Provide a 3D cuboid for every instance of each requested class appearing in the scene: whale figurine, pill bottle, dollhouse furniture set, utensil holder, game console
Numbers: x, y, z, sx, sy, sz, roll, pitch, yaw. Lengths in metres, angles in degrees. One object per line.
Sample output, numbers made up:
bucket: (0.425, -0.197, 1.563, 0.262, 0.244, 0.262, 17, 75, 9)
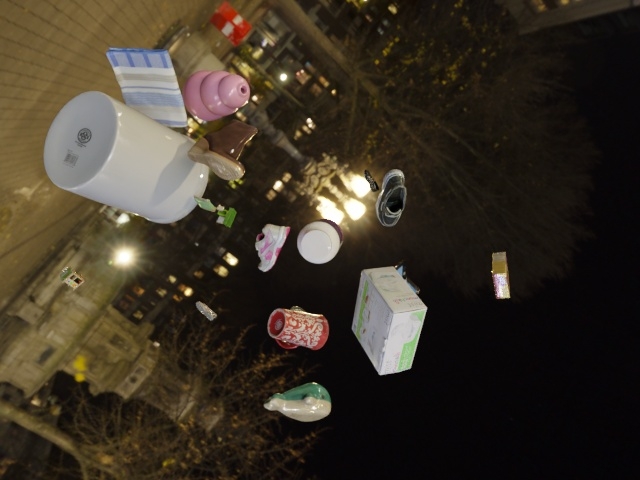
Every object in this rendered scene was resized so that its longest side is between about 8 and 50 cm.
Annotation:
whale figurine: (-0.089, 0.645, 1.956, 0.216, 0.272, 0.141, -50, -147, 47)
pill bottle: (0.000, 0.000, 2.110, 0.181, 0.181, 0.323, -45, 179, 9)
dollhouse furniture set: (-0.357, -0.093, 1.596, 0.076, 0.152, 0.058, 63, 47, -67)
utensil holder: (-0.608, -0.255, 1.541, 0.328, 0.385, 0.327, -6, -104, 23)
game console: (0.312, 0.164, 1.821, 0.085, 0.124, 0.144, 21, -141, 35)

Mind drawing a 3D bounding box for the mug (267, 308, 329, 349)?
mug: (-0.080, 0.290, 1.511, 0.113, 0.169, 0.150, 34, -81, 50)

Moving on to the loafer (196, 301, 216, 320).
loafer: (-0.582, 0.356, 2.456, 0.039, 0.125, 0.045, -32, 159, -49)

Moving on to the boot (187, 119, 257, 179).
boot: (-0.266, -0.291, 1.472, 0.249, 0.090, 0.207, 26, -122, 34)

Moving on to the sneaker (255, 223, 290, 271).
sneaker: (-0.217, 0.021, 1.987, 0.103, 0.111, 0.252, -72, -173, -55)

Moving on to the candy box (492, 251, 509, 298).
candy box: (0.692, 0.131, 1.846, 0.053, 0.109, 0.186, -7, -160, 24)

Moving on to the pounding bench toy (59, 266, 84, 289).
pounding bench toy: (-0.942, 0.138, 1.824, 0.052, 0.065, 0.083, -42, -135, -8)

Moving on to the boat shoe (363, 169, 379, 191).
boat shoe: (0.263, -0.309, 2.478, 0.042, 0.133, 0.049, -8, -147, 38)

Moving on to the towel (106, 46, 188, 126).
towel: (-0.568, -0.499, 1.598, 0.284, 0.210, 0.034, 89, 8, -49)

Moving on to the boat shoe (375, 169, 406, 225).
boat shoe: (0.313, -0.160, 2.143, 0.121, 0.335, 0.119, -4, -128, 1)

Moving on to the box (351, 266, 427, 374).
box: (0.213, 0.258, 1.571, 0.231, 0.127, 0.261, -125, -145, -52)

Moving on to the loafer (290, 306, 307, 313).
loafer: (-0.078, 0.416, 2.322, 0.092, 0.268, 0.101, -32, -143, 14)

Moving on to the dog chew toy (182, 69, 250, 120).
dog chew toy: (-0.416, -0.601, 1.973, 0.332, 0.206, 0.206, 8, -123, 42)
